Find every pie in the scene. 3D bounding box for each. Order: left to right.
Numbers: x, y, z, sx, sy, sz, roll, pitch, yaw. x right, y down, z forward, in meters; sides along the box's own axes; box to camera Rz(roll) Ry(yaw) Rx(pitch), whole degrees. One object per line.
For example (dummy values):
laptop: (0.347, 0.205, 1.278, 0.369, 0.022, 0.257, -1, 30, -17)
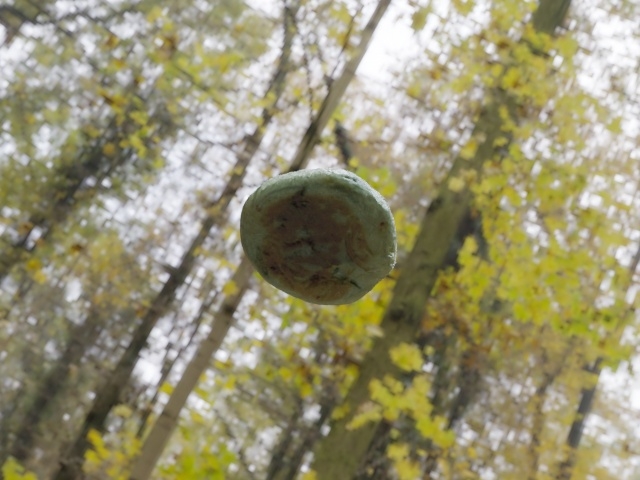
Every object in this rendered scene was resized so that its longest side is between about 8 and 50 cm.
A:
pie: (0.000, 0.000, 0.604, 0.085, 0.017, 0.085, 5, -52, 7)
